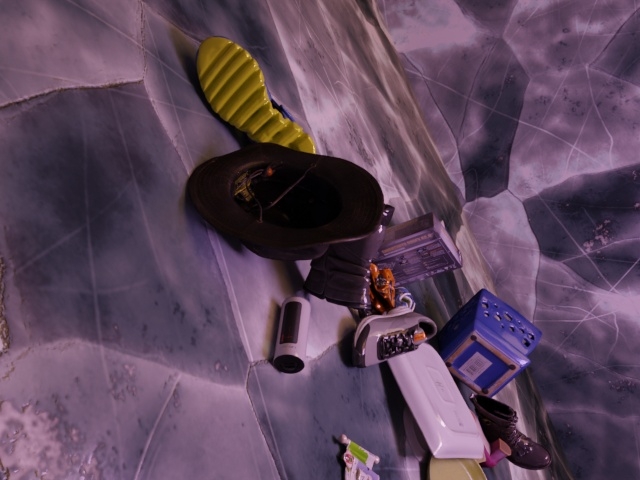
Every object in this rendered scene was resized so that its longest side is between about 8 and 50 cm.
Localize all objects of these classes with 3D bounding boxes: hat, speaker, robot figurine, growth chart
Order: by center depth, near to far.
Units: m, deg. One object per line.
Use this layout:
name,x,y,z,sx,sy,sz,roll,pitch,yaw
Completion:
hat,-0.062,-0.041,1.016,0.331,0.332,0.133,-79,178,-53
speaker,-0.049,0.166,1.023,0.055,0.055,0.136,52,28,-32
growth chart,0.087,0.490,1.056,0.172,0.021,0.237,42,34,-47
robot figurine,0.095,0.068,1.389,0.291,0.085,0.211,53,27,-29

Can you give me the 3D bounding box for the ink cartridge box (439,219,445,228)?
ink cartridge box,0.269,0.000,1.718,0.235,0.171,0.056,-33,112,-67

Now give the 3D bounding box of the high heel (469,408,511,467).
high heel,0.435,0.577,1.712,0.244,0.117,0.082,38,32,-11

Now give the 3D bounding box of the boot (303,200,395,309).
boot,0.000,0.000,1.181,0.118,0.338,0.222,9,101,-31

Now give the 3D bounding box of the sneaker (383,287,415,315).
sneaker,0.219,0.174,1.564,0.080,0.081,0.211,62,22,-5

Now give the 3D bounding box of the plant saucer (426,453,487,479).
plant saucer,0.328,0.605,1.388,0.241,0.037,0.240,30,41,-31

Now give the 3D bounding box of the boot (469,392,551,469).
boot,0.560,0.564,1.717,0.091,0.263,0.229,-53,149,-28

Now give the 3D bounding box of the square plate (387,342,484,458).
square plate,0.286,0.376,1.465,0.347,0.049,0.344,29,29,-52

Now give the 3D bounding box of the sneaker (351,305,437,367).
sneaker,0.164,0.214,1.299,0.272,0.108,0.100,-17,111,-48

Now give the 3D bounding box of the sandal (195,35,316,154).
sandal,-0.139,-0.272,1.187,0.317,0.126,0.138,54,3,-26

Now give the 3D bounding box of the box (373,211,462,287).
box,0.229,0.035,1.526,0.183,0.231,0.056,47,33,-37

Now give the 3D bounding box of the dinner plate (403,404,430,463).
dinner plate,0.239,0.468,1.414,0.141,0.017,0.141,49,27,-36

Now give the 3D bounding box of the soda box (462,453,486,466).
soda box,0.392,0.578,1.577,0.181,0.061,0.058,28,50,-56

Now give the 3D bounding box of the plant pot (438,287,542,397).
plant pot,0.502,0.328,1.778,0.236,0.236,0.212,38,32,6
